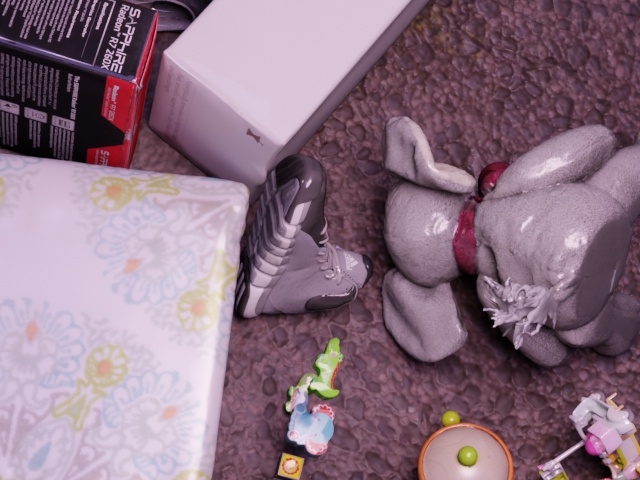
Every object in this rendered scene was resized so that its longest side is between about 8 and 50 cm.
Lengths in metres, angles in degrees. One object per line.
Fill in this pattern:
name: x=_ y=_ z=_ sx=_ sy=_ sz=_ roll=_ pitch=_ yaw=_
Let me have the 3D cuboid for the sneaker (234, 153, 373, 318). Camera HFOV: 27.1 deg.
sneaker: x=0.000 y=0.000 z=1.340 sx=0.132 sy=0.229 sz=0.086 roll=7 pitch=52 yaw=-18

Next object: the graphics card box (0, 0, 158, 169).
graphics card box: x=-0.353 y=-0.188 z=1.304 sx=0.370 sy=0.233 sz=0.094 roll=15 pitch=67 yaw=-6

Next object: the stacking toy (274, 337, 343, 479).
stacking toy: x=-0.016 y=0.219 z=1.291 sx=0.052 sy=0.167 sz=0.221 roll=16 pitch=71 yaw=-7

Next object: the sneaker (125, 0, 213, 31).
sneaker: x=-0.200 y=-0.324 z=1.442 sx=0.268 sy=0.101 sz=0.153 roll=30 pitch=68 yaw=-4

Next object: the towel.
towel: x=-0.250 y=0.104 z=1.309 sx=0.320 sy=0.090 sz=0.375 roll=8 pitch=76 yaw=-4

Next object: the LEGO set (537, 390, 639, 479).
LEGO set: x=0.319 y=0.285 z=1.375 sx=0.107 sy=0.132 sz=0.287 roll=-34 pitch=107 yaw=-1

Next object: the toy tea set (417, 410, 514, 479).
toy tea set: x=0.178 y=0.322 z=1.281 sx=0.336 sy=0.124 sz=0.200 roll=38 pitch=67 yaw=21

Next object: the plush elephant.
plush elephant: x=0.183 y=-0.006 z=1.373 sx=0.255 sy=0.272 sz=0.330 roll=24 pitch=29 yaw=33

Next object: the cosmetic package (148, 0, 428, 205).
cosmetic package: x=0.000 y=-0.241 z=1.402 sx=0.156 sy=0.217 sz=0.385 roll=40 pitch=69 yaw=1
